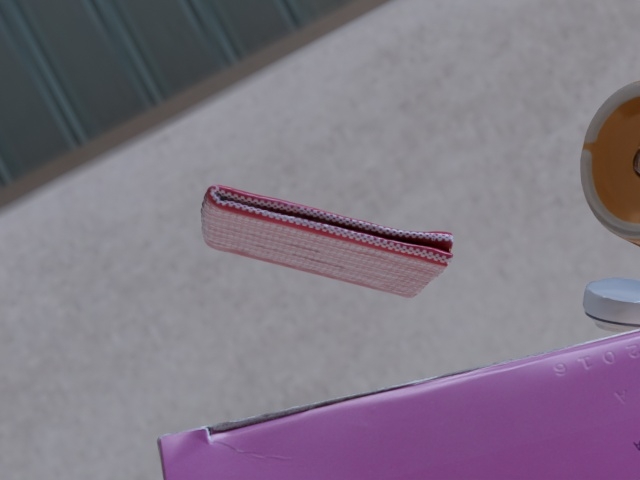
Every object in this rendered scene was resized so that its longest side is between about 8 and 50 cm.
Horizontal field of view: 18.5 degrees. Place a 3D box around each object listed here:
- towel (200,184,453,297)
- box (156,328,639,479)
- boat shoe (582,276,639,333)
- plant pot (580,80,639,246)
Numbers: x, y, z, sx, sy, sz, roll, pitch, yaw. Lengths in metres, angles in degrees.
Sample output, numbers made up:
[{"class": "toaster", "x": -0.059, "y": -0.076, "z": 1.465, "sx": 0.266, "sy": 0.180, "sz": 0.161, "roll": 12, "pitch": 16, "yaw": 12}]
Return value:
[{"class": "towel", "x": 0.000, "y": 0.000, "z": 1.599, "sx": 0.275, "sy": 0.199, "sz": 0.031, "roll": 119, "pitch": -16, "yaw": -82}, {"class": "box", "x": 0.077, "y": 0.156, "z": 0.666, "sx": 0.243, "sy": 0.213, "sz": 0.117, "roll": 78, "pitch": -1, "yaw": -49}, {"class": "boat shoe", "x": 0.356, "y": 0.093, "z": 1.882, "sx": 0.096, "sy": 0.267, "sz": 0.088, "roll": 27, "pitch": -74, "yaw": 51}, {"class": "plant pot", "x": 0.319, "y": -0.057, "z": 1.597, "sx": 0.205, "sy": 0.188, "sz": 0.205, "roll": -8, "pitch": -100, "yaw": 47}]
